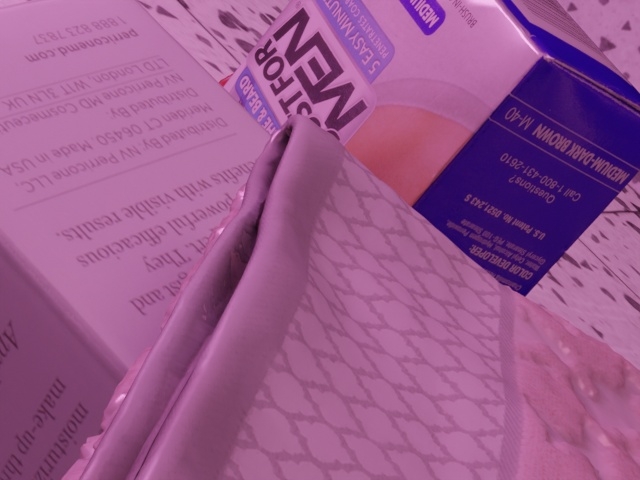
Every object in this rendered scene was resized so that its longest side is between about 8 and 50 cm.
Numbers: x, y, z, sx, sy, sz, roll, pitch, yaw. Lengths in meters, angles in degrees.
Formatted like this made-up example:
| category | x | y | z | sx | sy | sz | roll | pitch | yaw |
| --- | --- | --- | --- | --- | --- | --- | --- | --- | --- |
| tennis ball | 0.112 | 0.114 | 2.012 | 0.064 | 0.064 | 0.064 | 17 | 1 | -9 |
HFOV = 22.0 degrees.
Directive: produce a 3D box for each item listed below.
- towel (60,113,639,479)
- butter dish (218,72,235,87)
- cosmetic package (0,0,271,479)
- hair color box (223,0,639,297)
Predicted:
| category | x | y | z | sx | sy | sz | roll | pitch | yaw |
| --- | --- | --- | --- | --- | --- | --- | --- | --- | --- |
| towel | 0.083 | 0.115 | 0.431 | 0.317 | 0.053 | 0.332 | 36 | 23 | -7 |
| butter dish | -0.057 | -0.008 | 1.144 | 0.160 | 0.118 | 0.160 | 43 | 59 | 5 |
| cosmetic package | -0.025 | 0.140 | 0.618 | 0.453 | 0.230 | 0.161 | 46 | 37 | 16 |
| hair color box | 0.000 | 0.000 | 0.864 | 0.110 | 0.339 | 0.185 | 23 | 25 | -38 |
